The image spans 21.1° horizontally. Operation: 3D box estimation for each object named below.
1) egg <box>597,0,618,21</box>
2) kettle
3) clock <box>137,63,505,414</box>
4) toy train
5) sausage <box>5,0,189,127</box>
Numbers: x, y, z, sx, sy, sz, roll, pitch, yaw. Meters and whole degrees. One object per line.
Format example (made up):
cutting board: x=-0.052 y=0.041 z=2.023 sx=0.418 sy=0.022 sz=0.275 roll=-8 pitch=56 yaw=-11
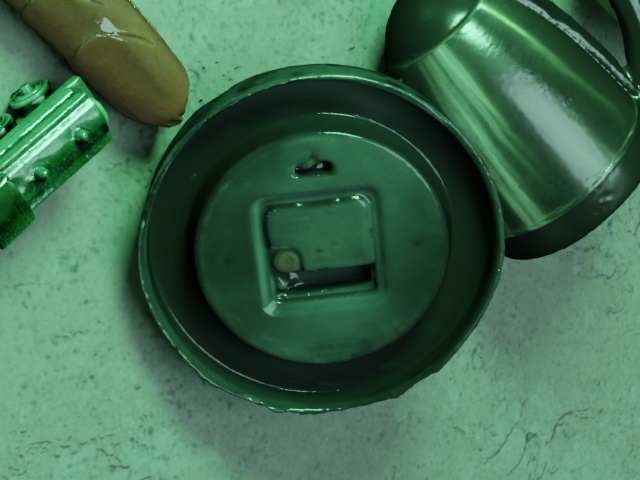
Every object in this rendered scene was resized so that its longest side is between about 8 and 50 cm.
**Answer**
egg: x=0.429 y=-0.339 z=1.770 sx=0.283 sy=0.283 sz=0.345 roll=39 pitch=69 yaw=-34
kettle: x=0.183 y=-0.151 z=1.656 sx=0.271 sy=0.250 sz=0.207 roll=45 pitch=38 yaw=-21
clock: x=0.000 y=0.000 z=1.535 sx=0.325 sy=0.067 sz=0.325 roll=-1 pitch=112 yaw=-3
toy train: x=-0.243 y=-0.068 z=1.421 sx=0.170 sy=0.111 sz=0.071 roll=-45 pitch=125 yaw=-22
sausage: x=-0.253 y=-0.238 z=1.406 sx=0.433 sy=0.088 sz=0.088 roll=43 pitch=72 yaw=-33
